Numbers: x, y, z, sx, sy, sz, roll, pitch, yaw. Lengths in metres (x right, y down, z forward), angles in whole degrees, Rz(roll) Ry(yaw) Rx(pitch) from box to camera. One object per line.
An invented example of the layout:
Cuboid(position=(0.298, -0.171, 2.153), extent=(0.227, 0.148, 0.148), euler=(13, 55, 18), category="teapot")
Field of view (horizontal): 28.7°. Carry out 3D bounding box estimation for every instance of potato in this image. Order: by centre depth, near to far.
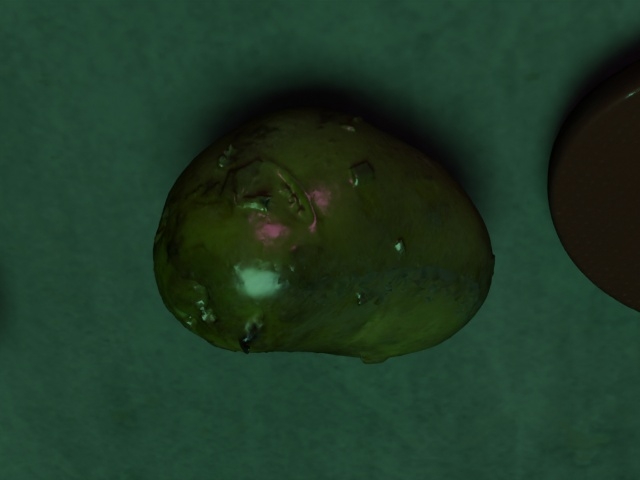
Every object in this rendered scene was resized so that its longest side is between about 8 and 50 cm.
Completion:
Cuboid(position=(0.000, 0.000, 0.645), extent=(0.175, 0.137, 0.137), euler=(10, 132, -32), category="potato")

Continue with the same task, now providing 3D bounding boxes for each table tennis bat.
Cuboid(position=(0.263, -0.003, 0.661), extent=(0.310, 0.038, 0.200), euler=(24, 136, -18), category="table tennis bat")
